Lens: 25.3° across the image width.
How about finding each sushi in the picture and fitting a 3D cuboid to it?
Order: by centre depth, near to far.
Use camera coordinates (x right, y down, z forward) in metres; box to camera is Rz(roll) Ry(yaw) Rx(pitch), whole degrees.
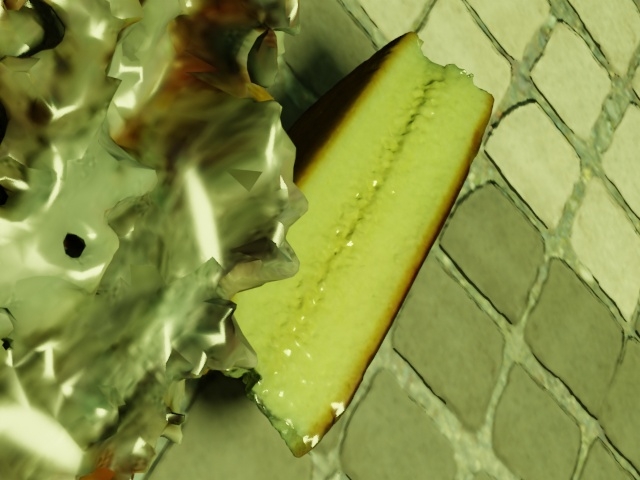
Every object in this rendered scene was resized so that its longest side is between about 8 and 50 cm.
[{"bbox_3d":[-0.175,-0.076,0.431,0.418,0.176,0.417,-20,119,-41],"label":"sushi"}]

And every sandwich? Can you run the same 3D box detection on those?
[{"bbox_3d":[0.000,0.000,0.719,0.090,0.088,0.244,42,54,-13],"label":"sandwich"}]
